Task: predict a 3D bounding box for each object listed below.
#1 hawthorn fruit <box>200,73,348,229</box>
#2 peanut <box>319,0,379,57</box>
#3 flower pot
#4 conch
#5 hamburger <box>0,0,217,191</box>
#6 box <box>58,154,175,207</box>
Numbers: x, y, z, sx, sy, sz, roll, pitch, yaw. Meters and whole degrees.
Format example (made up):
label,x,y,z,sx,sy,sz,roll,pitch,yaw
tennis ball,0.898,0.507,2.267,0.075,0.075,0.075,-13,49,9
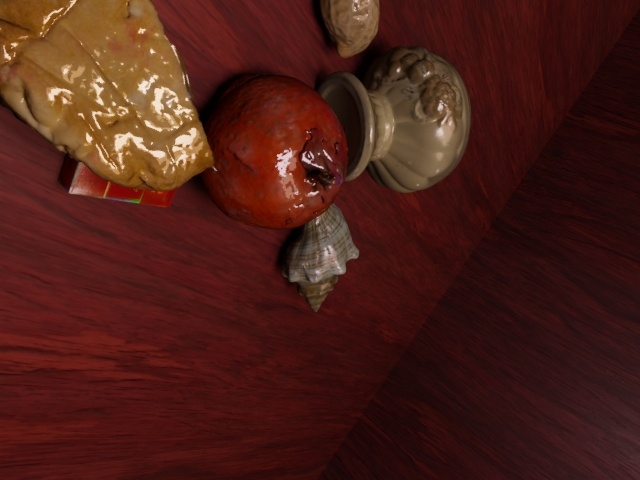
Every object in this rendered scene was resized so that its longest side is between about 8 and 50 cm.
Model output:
label,x,y,z,sx,sy,sz,roll,pitch,yaw
hawthorn fruit,-0.063,-0.135,0.829,0.275,0.307,0.276,-18,125,-27
peanut,0.064,-0.477,0.856,0.136,0.120,0.299,-24,138,-32
flower pot,0.133,-0.243,1.007,0.243,0.307,0.308,-13,129,-29
conch,0.012,0.006,1.172,0.203,0.169,0.387,-48,159,-62
hamburger,-0.286,-0.203,0.585,0.208,0.162,0.330,-29,117,-21
box,-0.302,-0.119,0.760,0.175,0.048,0.112,5,115,-53
